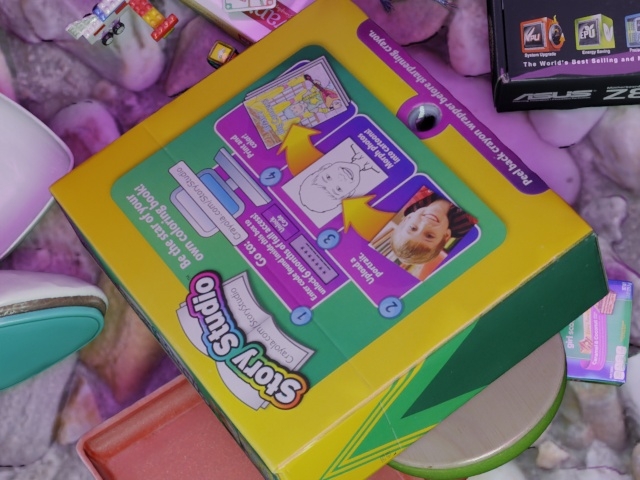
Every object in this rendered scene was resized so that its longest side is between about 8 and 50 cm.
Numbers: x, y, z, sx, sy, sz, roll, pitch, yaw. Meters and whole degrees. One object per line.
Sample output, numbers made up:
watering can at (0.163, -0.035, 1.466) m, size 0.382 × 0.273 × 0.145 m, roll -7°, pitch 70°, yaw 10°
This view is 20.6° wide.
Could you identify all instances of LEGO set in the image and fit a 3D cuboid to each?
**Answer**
LEGO set at (-0.132, -0.265, 1.576) m, size 0.182 × 0.060 × 0.244 m, roll -4°, pitch 75°, yaw 9°

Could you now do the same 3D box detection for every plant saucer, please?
plant saucer at (-0.034, 0.214, 1.479) m, size 0.259 × 0.048 × 0.258 m, roll -31°, pitch 77°, yaw -28°

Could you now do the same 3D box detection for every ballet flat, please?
ballet flat at (-0.384, 0.098, 1.523) m, size 0.400 × 0.139 × 0.139 m, roll -27°, pitch 78°, yaw -2°

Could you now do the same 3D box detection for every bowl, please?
bowl at (-0.303, -0.056, 1.584) m, size 0.142 × 0.053 × 0.142 m, roll 37°, pitch 82°, yaw 9°

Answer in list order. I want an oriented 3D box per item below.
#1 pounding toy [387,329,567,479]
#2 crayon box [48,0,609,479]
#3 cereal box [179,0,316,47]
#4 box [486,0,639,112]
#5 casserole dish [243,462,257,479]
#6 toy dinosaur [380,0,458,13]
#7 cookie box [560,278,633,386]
pounding toy at (0.131, 0.122, 1.479) m, size 0.183 × 0.110 × 0.237 m, roll -6°, pitch 47°, yaw 22°
crayon box at (0.000, 0.000, 1.461) m, size 0.313 × 0.106 × 0.363 m, roll -36°, pitch 55°, yaw -8°
cereal box at (-0.035, -0.301, 1.629) m, size 0.173 × 0.047 × 0.240 m, roll 34°, pitch 81°, yaw 11°
box at (0.343, -0.285, 1.587) m, size 0.395 × 0.097 × 0.318 m, roll -2°, pitch 74°, yaw 2°
casserole dish at (-0.071, 0.256, 1.513) m, size 0.114 × 0.037 × 0.188 m, roll -33°, pitch 79°, yaw -5°
toy dinosaur at (0.090, -0.247, 1.618) m, size 0.090 × 0.047 × 0.082 m, roll 38°, pitch 63°, yaw 20°
cookie box at (0.215, 0.077, 1.538) m, size 0.107 × 0.040 × 0.092 m, roll 5°, pitch 79°, yaw 5°
